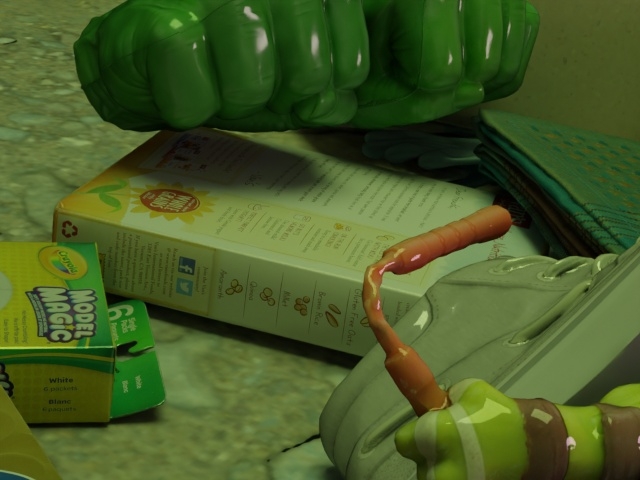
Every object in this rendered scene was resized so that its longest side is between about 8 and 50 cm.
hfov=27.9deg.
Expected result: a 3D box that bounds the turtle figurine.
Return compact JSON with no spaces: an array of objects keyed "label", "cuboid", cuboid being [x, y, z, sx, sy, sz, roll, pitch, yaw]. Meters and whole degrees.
[{"label":"turtle figurine","cuboid":[0.149,0.081,0.364,0.269,0.087,0.217,3,68,-26]}]

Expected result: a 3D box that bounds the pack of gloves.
[{"label":"pack of gloves","cuboid":[0.114,-0.054,0.887,0.232,0.046,0.195,2,13,-20]}]

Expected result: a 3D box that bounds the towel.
[{"label":"towel","cuboid":[0.286,0.023,0.700,0.370,0.040,0.271,10,24,-19]}]

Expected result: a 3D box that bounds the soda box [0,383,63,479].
[{"label":"soda box","cuboid":[-0.124,0.096,0.432,0.061,0.058,0.181,-8,28,-31]}]

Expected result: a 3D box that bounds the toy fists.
[{"label":"toy fists","cuboid":[0.006,-0.107,0.735,0.279,0.096,0.142,-7,-4,-37]}]

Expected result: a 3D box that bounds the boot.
[{"label":"boot","cuboid":[0.111,0.023,0.507,0.258,0.095,0.123,-37,32,-6]}]

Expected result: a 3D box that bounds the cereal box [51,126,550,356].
[{"label":"cereal box","cuboid":[0.000,0.000,0.695,0.240,0.047,0.173,14,23,11]}]

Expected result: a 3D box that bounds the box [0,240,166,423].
[{"label":"box","cuboid":[-0.161,0.039,0.568,0.179,0.043,0.105,2,25,-17]}]

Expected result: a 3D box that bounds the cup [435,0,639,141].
[{"label":"cup","cuboid":[0.171,-0.222,0.972,0.331,0.237,0.331,8,16,-2]}]
